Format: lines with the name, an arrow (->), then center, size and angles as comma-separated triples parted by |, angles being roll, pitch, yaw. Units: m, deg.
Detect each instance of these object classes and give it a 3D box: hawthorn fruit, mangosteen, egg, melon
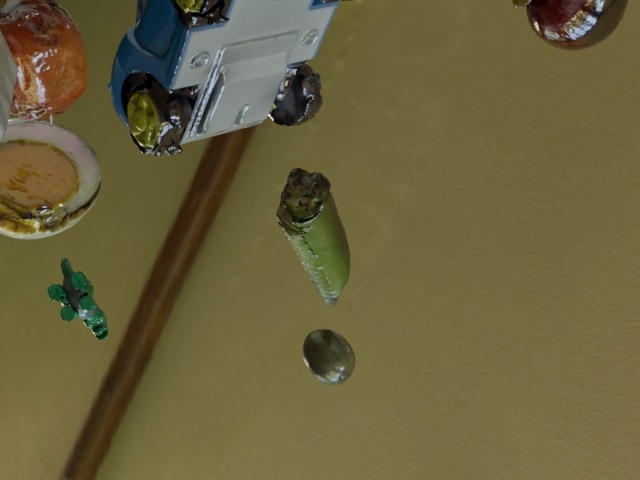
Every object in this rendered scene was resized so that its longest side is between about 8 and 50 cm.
hawthorn fruit -> -0.423, -0.274, 1.643 | 0.173, 0.179, 0.173 | -40, -174, 5
mangosteen -> 0.379, -0.391, 1.708 | 0.200, 0.200, 0.199 | -33, -132, 45
egg -> -0.561, -0.091, 2.161 | 0.286, 0.264, 0.174 | 36, -37, 23
melon -> 0.016, 0.232, 2.229 | 0.098, 0.098, 0.130 | -56, -131, 23

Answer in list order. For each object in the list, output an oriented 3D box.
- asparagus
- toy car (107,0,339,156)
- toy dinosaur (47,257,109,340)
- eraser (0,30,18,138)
asparagus -> 0.000, 0.000, 2.204 | 0.108, 0.382, 0.128 | 4, -118, 16
toy car -> -0.083, -0.215, 0.996 | 0.166, 0.198, 0.314 | 52, -40, 22
toy dinosaur -> -0.347, 0.082, 1.602 | 0.059, 0.096, 0.132 | -27, -105, 0
eraser -> -0.424, -0.289, 1.115 | 0.082, 0.396, 0.213 | -16, -145, 0
